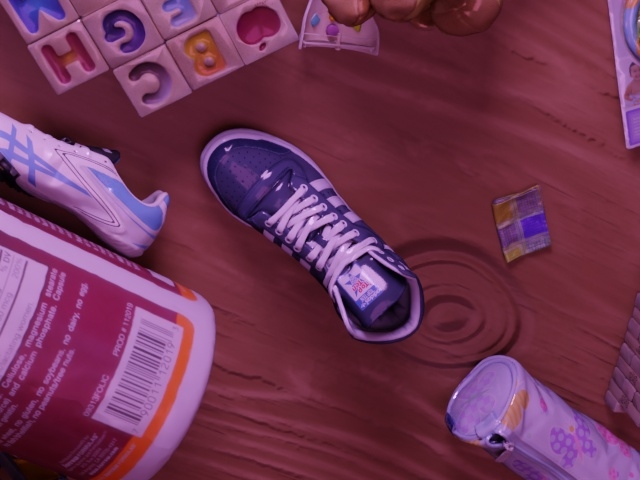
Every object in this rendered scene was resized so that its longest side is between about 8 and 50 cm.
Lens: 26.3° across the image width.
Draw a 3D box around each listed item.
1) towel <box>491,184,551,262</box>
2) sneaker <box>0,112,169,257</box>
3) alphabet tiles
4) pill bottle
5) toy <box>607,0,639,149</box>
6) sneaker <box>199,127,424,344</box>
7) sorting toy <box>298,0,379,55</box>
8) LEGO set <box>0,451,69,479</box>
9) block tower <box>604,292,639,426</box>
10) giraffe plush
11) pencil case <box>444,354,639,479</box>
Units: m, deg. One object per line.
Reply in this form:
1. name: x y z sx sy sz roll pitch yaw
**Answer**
1. towel: 0.227 -0.019 1.540 0.060 0.009 0.083 -19 118 -7
2. sneaker: -0.256 -0.073 1.351 0.237 0.085 0.086 35 76 -23
3. alphabet tiles: -0.167 -0.284 1.217 0.285 0.011 0.342 -25 120 6
4. pill bottle: -0.319 0.077 1.315 0.392 0.224 0.224 28 105 -25
5. toy: 0.386 -0.217 1.464 0.137 0.056 0.237 -17 118 -9
6. sneaker: 0.000 0.000 1.405 0.099 0.153 0.282 -46 117 8
7. sorting toy: 0.018 -0.228 1.369 0.083 0.045 0.075 3 107 -17
8. LEGO set: -0.400 0.314 1.395 0.255 0.192 0.331 -17 139 -42
9. block tower: 0.431 0.066 1.590 0.091 0.097 0.335 5 114 -16
10. giraffe plush: 0.113 -0.266 1.320 0.170 0.181 0.210 43 54 -45
11. pencil case: 0.276 0.244 1.615 0.273 0.124 0.113 35 101 -27
